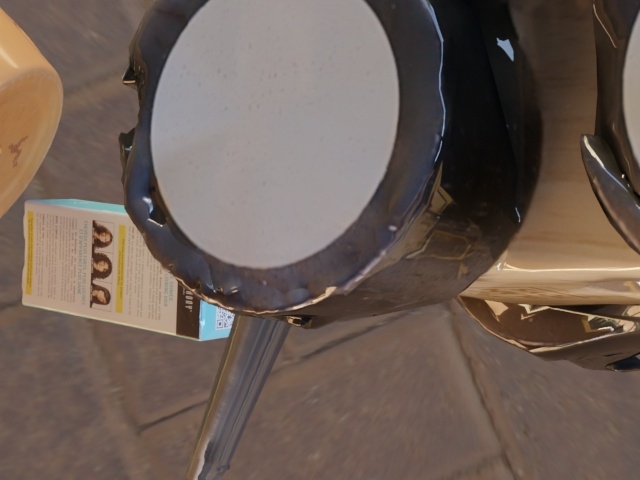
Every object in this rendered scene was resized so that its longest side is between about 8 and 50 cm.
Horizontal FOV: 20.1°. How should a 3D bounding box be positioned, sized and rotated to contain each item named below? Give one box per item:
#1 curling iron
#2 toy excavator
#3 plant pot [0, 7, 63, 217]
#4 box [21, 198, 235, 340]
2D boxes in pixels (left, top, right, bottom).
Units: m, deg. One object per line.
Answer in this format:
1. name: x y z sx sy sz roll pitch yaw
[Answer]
1. curling iron: 0.000 0.000 0.852 0.068 0.035 0.274 19 102 -34
2. toy excavator: 0.052 -0.186 0.569 0.433 0.222 0.445 -2 82 36
3. plant pot: -0.368 -0.122 1.602 0.203 0.291 0.291 34 90 15
4. box: -0.167 0.022 1.605 0.244 0.060 0.100 8 99 42
